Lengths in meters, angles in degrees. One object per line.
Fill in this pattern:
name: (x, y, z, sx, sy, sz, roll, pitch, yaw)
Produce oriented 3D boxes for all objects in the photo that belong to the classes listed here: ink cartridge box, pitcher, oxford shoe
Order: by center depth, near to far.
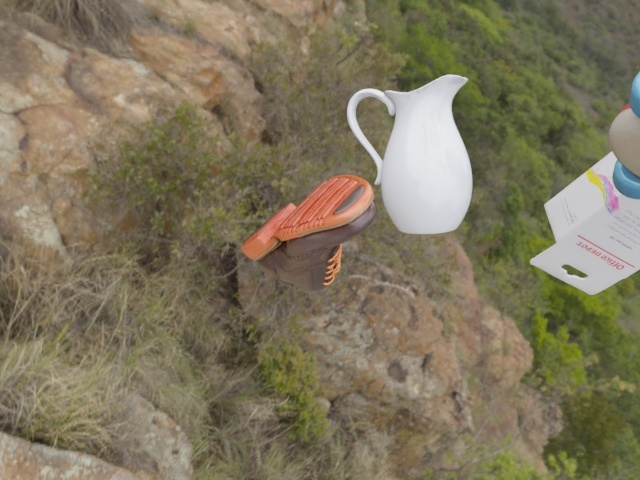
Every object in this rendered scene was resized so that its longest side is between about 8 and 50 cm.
oxford shoe: (0.000, 0.000, 0.651, 0.097, 0.271, 0.098, -45, 101, -22)
pitcher: (0.124, -0.118, 0.811, 0.178, 0.207, 0.125, 2, 12, 32)
ink cartridge box: (0.595, -0.055, 1.115, 0.207, 0.353, 0.119, 25, 43, -20)

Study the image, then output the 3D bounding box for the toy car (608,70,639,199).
toy car: (0.526, -0.167, 0.733, 0.210, 0.219, 0.238, 38, 80, 32)
